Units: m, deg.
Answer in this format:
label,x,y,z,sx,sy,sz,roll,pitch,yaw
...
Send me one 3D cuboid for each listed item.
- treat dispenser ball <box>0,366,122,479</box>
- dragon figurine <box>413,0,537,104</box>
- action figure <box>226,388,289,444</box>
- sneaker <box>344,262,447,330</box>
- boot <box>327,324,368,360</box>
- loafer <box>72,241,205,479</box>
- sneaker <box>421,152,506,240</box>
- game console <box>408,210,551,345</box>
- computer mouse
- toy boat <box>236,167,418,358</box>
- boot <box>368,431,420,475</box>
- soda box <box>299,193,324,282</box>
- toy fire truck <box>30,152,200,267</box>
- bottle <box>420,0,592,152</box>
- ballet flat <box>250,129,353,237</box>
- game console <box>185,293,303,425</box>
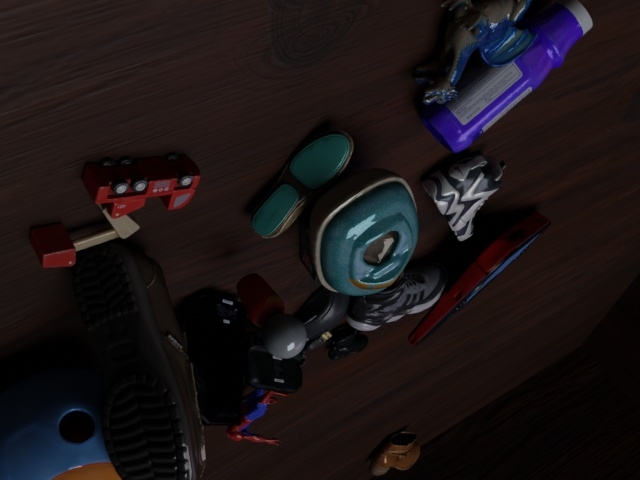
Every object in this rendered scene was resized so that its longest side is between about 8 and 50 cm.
label,x,y,z,sx,sy,sz,roll,pitch,yaw
treat dispenser ball,-0.380,0.334,1.022,0.288,0.288,0.288,-27,151,-17
dragon figurine,0.251,-0.308,0.974,0.289,0.085,0.144,-33,154,2
action figure,-0.120,0.380,1.549,0.139,0.091,0.280,13,137,-30
sneaker,0.178,0.091,1.479,0.269,0.101,0.153,-23,149,-24
boot,0.070,0.233,1.635,0.121,0.045,0.099,-21,145,-26
loafer,-0.221,0.175,0.941,0.134,0.365,0.130,-11,-179,23
sneaker,0.302,-0.093,1.347,0.153,0.094,0.235,-33,143,10
game console,0.395,0.090,1.673,0.387,0.060,0.342,-23,151,-53
computer mouse,-0.004,0.193,1.472,0.262,0.060,0.184,-44,150,14
toy boat,0.028,0.047,1.067,0.318,0.148,0.267,-34,148,-7
boot,0.337,0.838,2.802,0.284,0.109,0.220,-4,135,-34
soda box,0.000,0.000,1.185,0.053,0.060,0.169,-27,150,-17
toy fire truck,-0.252,-0.039,0.859,0.192,0.047,0.135,-12,144,-39
bottle,0.286,-0.258,1.065,0.283,0.092,0.118,-41,-170,9
ballet flat,-0.027,-0.088,1.036,0.206,0.073,0.067,-43,179,17
game console,-0.127,0.230,1.250,0.044,0.213,0.361,-6,162,27
